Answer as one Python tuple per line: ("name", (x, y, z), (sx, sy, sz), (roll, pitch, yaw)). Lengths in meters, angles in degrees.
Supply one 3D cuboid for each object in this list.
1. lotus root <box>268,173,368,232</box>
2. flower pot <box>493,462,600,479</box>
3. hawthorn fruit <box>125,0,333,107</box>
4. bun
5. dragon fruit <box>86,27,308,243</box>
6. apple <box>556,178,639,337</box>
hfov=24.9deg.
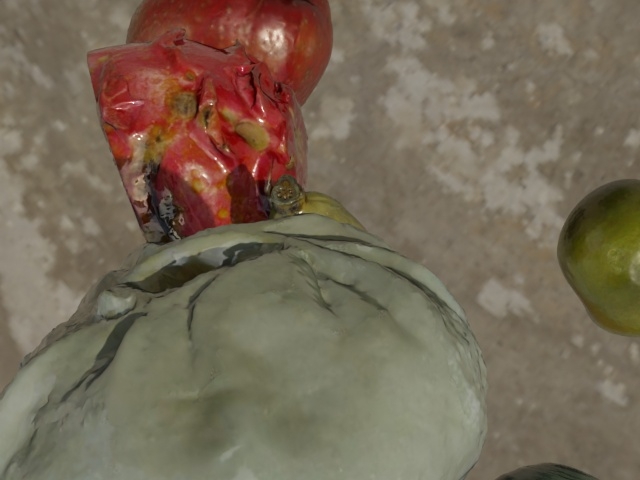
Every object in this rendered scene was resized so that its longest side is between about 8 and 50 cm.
("lotus root", (0.000, 0.001, 1.527), (0.090, 0.077, 0.183), (-18, 140, 24))
("flower pot", (0.195, 0.325, 1.333), (0.189, 0.243, 0.157), (14, 169, 23))
("hawthorn fruit", (-0.112, -0.312, 2.143), (0.285, 0.285, 0.369), (48, 131, -4))
("bun", (-0.062, 0.102, 0.947), (0.354, 0.354, 0.194), (3, 116, 34))
("dragon fruit", (-0.131, -0.096, 1.797), (0.249, 0.371, 0.386), (-20, 149, 2))
("apple", (0.375, 0.024, 1.743), (0.157, 0.196, 0.196), (-30, 103, 11))
